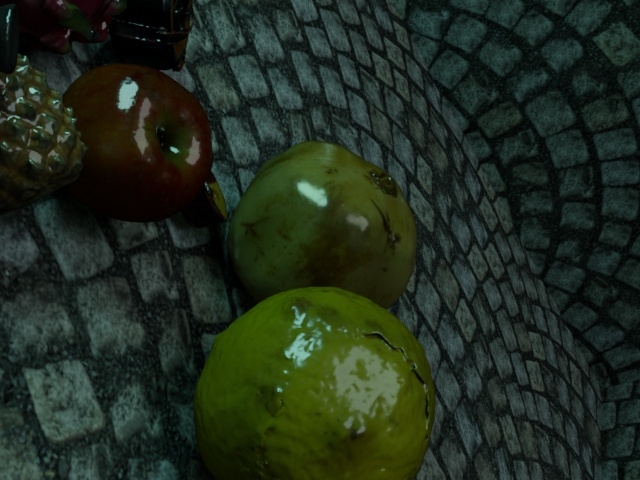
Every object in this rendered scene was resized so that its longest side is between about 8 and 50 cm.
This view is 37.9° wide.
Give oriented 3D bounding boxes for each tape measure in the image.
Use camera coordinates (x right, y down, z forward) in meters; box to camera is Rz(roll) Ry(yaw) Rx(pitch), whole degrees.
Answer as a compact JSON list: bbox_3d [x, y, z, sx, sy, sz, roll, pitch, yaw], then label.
[{"bbox_3d":[-0.270,-0.379,1.498,0.202,0.135,0.222,91,0,-49],"label":"tape measure"}]

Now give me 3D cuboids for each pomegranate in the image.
[{"bbox_3d":[0.000,0.000,1.597,0.332,0.333,0.332,40,39,-43],"label":"pomegranate"}]

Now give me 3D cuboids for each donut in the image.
[{"bbox_3d":[-0.203,-0.084,1.512,0.140,0.059,0.140,-22,90,-79],"label":"donut"}]

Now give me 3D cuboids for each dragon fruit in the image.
[{"bbox_3d":[-0.394,-0.358,1.280,0.273,0.198,0.218,0,82,-35],"label":"dragon fruit"}]

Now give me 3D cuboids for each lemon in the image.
[{"bbox_3d":[-0.014,0.236,1.356,0.350,0.387,0.349,0,89,-19],"label":"lemon"}]

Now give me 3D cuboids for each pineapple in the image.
[{"bbox_3d":[-0.428,-0.209,1.120,0.361,0.175,0.175,62,28,-7],"label":"pineapple"}]

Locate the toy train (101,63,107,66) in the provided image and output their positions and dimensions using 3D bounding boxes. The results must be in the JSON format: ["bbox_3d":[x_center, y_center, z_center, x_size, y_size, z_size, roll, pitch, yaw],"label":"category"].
[{"bbox_3d":[-0.294,-0.152,1.438,0.048,0.055,0.251,-31,98,-53],"label":"toy train"}]

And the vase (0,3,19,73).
[{"bbox_3d":[-0.451,-0.228,1.001,0.238,0.115,0.115,5,57,-11],"label":"vase"}]

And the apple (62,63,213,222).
[{"bbox_3d":[-0.270,-0.130,1.302,0.230,0.230,0.229,40,39,-43],"label":"apple"}]
